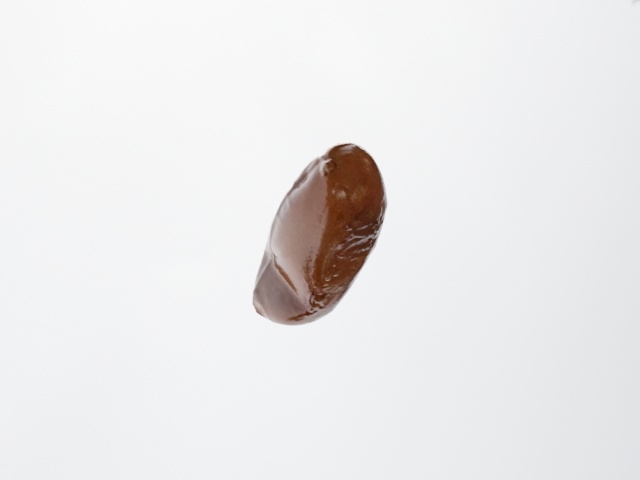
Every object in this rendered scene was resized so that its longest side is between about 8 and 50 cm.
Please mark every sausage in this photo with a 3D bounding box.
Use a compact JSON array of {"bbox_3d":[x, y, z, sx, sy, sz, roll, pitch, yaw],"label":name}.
[{"bbox_3d":[0.000,0.000,0.804,0.089,0.179,0.089,19,-144,-14],"label":"sausage"}]
